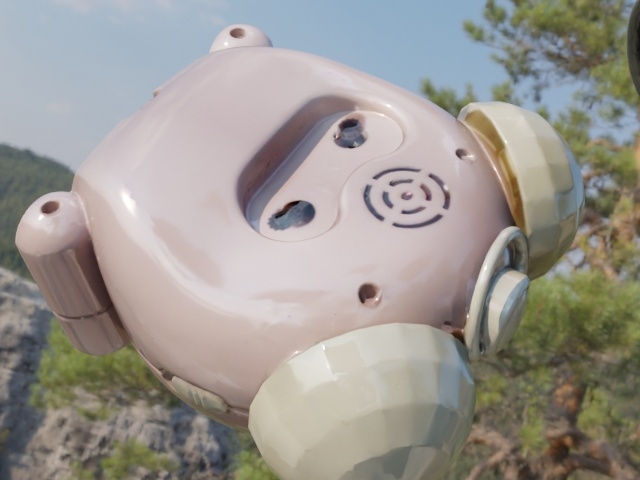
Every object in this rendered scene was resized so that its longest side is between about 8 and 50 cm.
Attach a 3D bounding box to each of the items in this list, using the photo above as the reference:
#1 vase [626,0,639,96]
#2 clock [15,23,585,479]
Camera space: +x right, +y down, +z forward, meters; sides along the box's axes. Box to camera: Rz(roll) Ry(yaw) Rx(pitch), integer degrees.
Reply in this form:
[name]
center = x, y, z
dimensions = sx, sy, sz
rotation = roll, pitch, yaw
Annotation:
[vase]
center = 0.367, -0.189, 0.624
dimensions = 0.251, 0.301, 0.156
rotation = 47, -18, 31
[clock]
center = 0.000, 0.000, 0.629
dimensions = 0.326, 0.342, 0.184
rotation = 24, -30, 21
